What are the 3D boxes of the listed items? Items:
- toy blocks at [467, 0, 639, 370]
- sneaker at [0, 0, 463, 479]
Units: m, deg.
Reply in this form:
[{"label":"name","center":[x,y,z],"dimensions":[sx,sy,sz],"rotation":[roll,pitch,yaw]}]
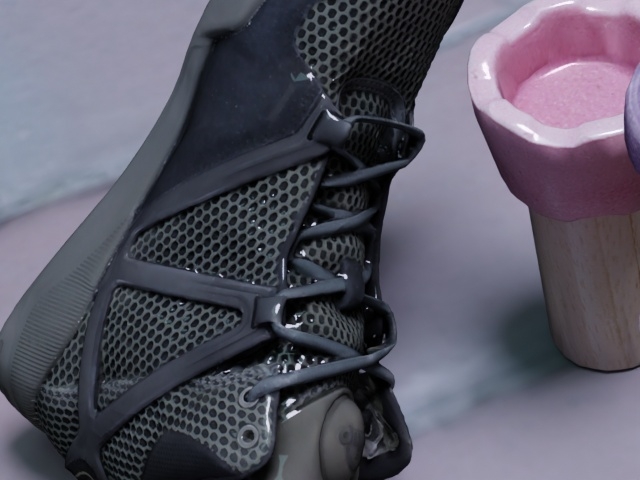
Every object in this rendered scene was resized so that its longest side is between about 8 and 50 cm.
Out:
[{"label":"toy blocks","center":[0.212,-0.018,0.450],"dimensions":[0.288,0.260,0.309],"rotation":[-20,46,-4]},{"label":"sneaker","center":[0.000,0.000,0.564],"dimensions":[0.130,0.087,0.227],"rotation":[45,108,32]}]
